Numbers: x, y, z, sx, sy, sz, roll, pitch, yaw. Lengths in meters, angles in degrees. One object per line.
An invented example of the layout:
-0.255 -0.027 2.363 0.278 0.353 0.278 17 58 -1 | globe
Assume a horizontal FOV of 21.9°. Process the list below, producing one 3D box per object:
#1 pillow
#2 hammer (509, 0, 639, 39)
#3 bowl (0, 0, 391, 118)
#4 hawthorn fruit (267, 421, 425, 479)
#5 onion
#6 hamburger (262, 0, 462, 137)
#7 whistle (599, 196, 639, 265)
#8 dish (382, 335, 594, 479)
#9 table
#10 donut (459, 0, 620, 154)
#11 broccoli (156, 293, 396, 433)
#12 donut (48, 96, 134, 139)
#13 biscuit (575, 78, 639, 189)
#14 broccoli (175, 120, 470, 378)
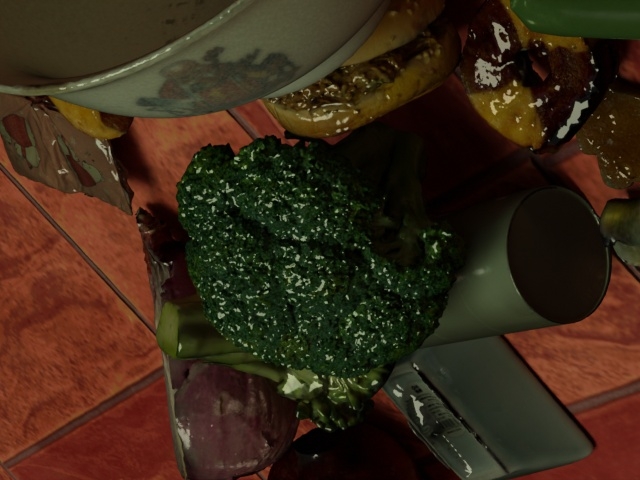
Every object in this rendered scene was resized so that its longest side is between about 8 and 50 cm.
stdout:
-0.306 -0.114 1.941 0.248 0.049 0.135 17 139 42 | pillow
0.277 -0.164 1.153 0.335 0.119 0.206 10 135 42 | hammer
-0.064 -0.234 1.240 0.435 0.435 0.196 10 156 42 | bowl
0.031 0.338 1.947 0.210 0.230 0.266 3 158 15 | hawthorn fruit
-0.111 0.115 1.904 0.267 0.159 0.348 135 126 -78 | onion
0.019 -0.167 1.374 0.182 0.191 0.118 8 132 52 | hamburger
0.354 -0.023 1.292 0.068 0.057 0.326 9 169 -36 | whistle
0.145 0.171 1.735 0.243 0.080 0.182 49 148 -7 | dish
0.145 0.029 1.521 0.126 0.126 0.220 54 148 -15 | table
0.178 -0.142 1.324 0.140 0.059 0.140 23 127 34 | donut
-0.041 0.079 1.667 0.263 0.243 0.247 -42 61 60 | broccoli
-0.247 -0.200 1.748 0.184 0.073 0.166 51 148 -10 | donut
0.245 -0.098 1.361 0.130 0.019 0.119 45 149 -1 | biscuit
0.000 0.000 1.458 0.261 0.241 0.269 28 163 11 | broccoli
